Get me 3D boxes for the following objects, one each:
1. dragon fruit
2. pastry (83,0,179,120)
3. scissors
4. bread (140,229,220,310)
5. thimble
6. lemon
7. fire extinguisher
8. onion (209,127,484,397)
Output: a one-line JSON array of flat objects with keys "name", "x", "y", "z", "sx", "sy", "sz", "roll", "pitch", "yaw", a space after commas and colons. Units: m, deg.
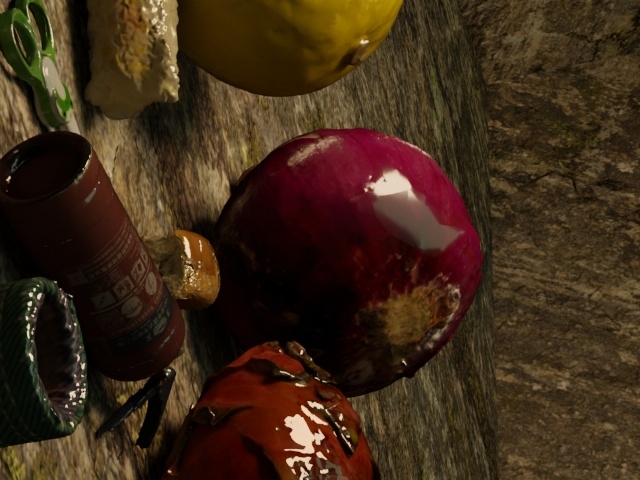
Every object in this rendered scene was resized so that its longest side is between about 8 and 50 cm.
[{"name": "dragon fruit", "x": -0.051, "y": 0.269, "z": 1.755, "sx": 0.315, "sy": 0.250, "sz": 0.250, "roll": 66, "pitch": 10, "yaw": 20}, {"name": "pastry", "x": -0.197, "y": -0.252, "z": 1.753, "sx": 0.089, "sy": 0.121, "sz": 0.258, "roll": 7, "pitch": 74, "yaw": -69}, {"name": "scissors", "x": -0.262, "y": -0.136, "z": 1.621, "sx": 0.101, "sy": 0.027, "sz": 0.204, "roll": -67, "pitch": 142, "yaw": -62}, {"name": "bread", "x": -0.155, "y": 0.033, "z": 1.802, "sx": 0.070, "sy": 0.076, "sz": 0.083, "roll": 38, "pitch": 45, "yaw": -72}, {"name": "thimble", "x": -0.253, "y": 0.102, "z": 1.378, "sx": 0.118, "sy": 0.090, "sz": 0.135, "roll": 36, "pitch": 45, "yaw": -69}, {"name": "lemon", "x": -0.055, "y": -0.332, "z": 1.913, "sx": 0.348, "sy": 0.348, "sz": 0.348, "roll": -10, "pitch": 90, "yaw": -75}, {"name": "fire extinguisher", "x": -0.209, "y": 0.064, "z": 1.577, "sx": 0.138, "sy": 0.102, "sz": 0.344, "roll": -49, "pitch": 137, "yaw": -28}, {"name": "onion", "x": 0.000, "y": 0.000, "z": 2.042, "sx": 0.385, "sy": 0.348, "sz": 0.348, "roll": 47, "pitch": -13, "yaw": 46}]
